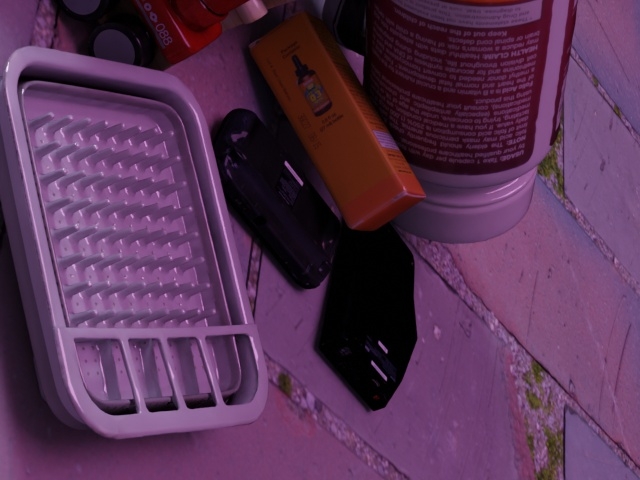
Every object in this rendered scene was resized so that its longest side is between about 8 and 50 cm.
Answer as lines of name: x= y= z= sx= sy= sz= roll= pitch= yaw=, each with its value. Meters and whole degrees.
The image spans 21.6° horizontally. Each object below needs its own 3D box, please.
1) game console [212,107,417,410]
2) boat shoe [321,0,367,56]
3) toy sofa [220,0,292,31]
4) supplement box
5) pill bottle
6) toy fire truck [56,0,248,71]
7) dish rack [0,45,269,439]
game console: x=0.000 y=0.000 z=1.783 sx=0.361 sy=0.044 sz=0.213 roll=52 pitch=33 yaw=-32
boat shoe: x=0.103 y=-0.353 z=1.919 sx=0.113 sy=0.306 sz=0.105 roll=21 pitch=11 yaw=-41
toy sofa: x=-0.058 y=-0.357 z=1.751 sx=0.150 sy=0.177 sz=0.362 roll=60 pitch=32 yaw=-20
supplement box: x=0.018 y=-0.127 z=1.786 sx=0.233 sy=0.078 sz=0.080 roll=61 pitch=19 yaw=10
pill bottle: x=0.158 y=-0.201 z=1.828 sx=0.224 sy=0.224 sz=0.392 roll=-73 pitch=170 yaw=-46
toy fire truck: x=-0.132 y=-0.278 z=1.497 sx=0.217 sy=0.246 sz=0.158 roll=61 pitch=30 yaw=-11
dish rack: x=-0.175 y=0.009 z=1.448 sx=0.285 sy=0.072 sz=0.333 roll=3 pitch=71 yaw=-58
